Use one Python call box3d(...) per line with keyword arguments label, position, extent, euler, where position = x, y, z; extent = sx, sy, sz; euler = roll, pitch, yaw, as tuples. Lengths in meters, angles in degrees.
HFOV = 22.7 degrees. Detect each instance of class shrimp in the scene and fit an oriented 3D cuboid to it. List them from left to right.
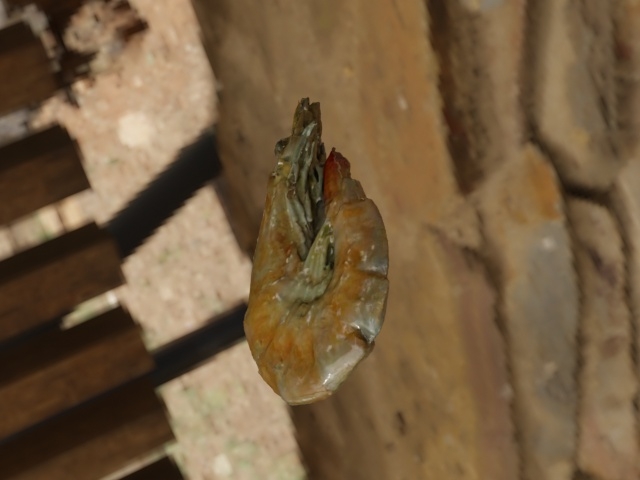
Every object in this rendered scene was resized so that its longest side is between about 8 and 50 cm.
box3d(label="shrimp", position=(0.000, 0.000, 0.820), extent=(0.101, 0.042, 0.190), euler=(-36, 41, 33))
